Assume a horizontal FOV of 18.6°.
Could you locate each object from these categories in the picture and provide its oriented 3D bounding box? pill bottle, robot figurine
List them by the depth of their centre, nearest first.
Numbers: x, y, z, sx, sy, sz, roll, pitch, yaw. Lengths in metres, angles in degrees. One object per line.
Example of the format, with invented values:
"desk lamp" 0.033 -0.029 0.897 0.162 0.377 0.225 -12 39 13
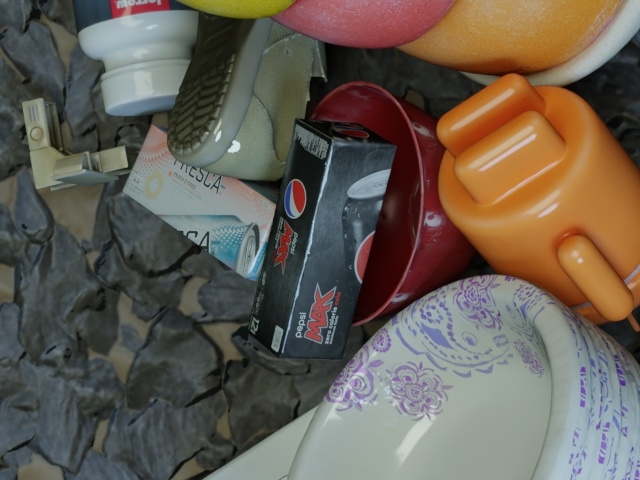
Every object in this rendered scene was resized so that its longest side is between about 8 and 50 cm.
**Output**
"robot figurine" 0.167 -0.024 1.381 0.158 0.219 0.128 14 66 45
"pill bottle" -0.143 -0.195 1.548 0.108 0.108 0.180 -11 85 17

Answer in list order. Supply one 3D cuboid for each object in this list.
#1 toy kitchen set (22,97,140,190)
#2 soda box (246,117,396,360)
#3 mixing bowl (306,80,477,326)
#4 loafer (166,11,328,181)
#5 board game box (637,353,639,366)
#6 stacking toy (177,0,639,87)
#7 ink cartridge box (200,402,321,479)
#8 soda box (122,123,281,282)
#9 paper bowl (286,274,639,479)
"toy kitchen set" -0.199 -0.084 1.582 0.083 0.068 0.075 -12 84 17
"soda box" 0.000 0.000 1.409 0.053 0.060 0.169 36 117 53
"mixing bowl" 0.061 -0.024 1.464 0.181 0.098 0.181 -9 79 56
"loafer" -0.039 -0.153 1.496 0.102 0.092 0.268 -13 49 46
"board game box" 0.296 0.063 1.332 0.097 0.224 0.303 12 91 -6
"stacking toy" -0.026 -0.254 1.282 0.350 0.480 0.350 19 113 54
"ink cartridge box" 0.086 0.245 1.481 0.261 0.066 0.296 -34 79 15
"soda box" -0.075 -0.027 1.502 0.183 0.058 0.063 33 102 47
"paper bowl" 0.113 0.178 1.335 0.148 0.284 0.284 35 102 -29
